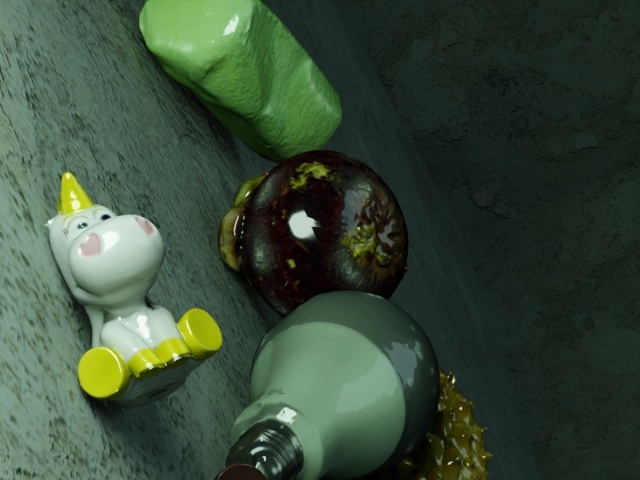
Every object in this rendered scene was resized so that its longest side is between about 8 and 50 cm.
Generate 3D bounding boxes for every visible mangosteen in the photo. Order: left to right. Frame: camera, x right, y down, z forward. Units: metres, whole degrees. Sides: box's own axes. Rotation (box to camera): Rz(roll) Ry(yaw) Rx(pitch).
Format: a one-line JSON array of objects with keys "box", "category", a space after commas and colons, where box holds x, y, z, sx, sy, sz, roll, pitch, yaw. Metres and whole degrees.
[{"box": [-0.018, 0.000, 1.687, 0.192, 0.217, 0.192, 0, 90, -50], "category": "mangosteen"}]

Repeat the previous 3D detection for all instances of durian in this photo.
[{"box": [0.062, 0.194, 1.658, 0.112, 0.191, 0.341, 31, 36, -49], "category": "durian"}]

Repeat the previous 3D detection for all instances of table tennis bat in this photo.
[{"box": [-0.058, 0.212, 1.305, 0.083, 0.050, 0.007, 38, -10, -36], "category": "table tennis bat"}]

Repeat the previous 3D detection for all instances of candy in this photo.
[{"box": [-0.086, -0.196, 1.820, 0.142, 0.132, 0.343, 48, 2, 24], "category": "candy"}]

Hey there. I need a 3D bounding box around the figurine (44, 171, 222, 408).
[{"box": [-0.151, 0.034, 1.156, 0.178, 0.109, 0.129, 65, -17, -7], "category": "figurine"}]

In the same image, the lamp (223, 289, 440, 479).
[{"box": [-0.016, 0.160, 1.480, 0.314, 0.182, 0.182, -29, 97, -47], "category": "lamp"}]

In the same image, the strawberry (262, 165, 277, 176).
[{"box": [-0.002, -0.006, 1.959, 0.236, 0.106, 0.175, 34, 35, -74], "category": "strawberry"}]
